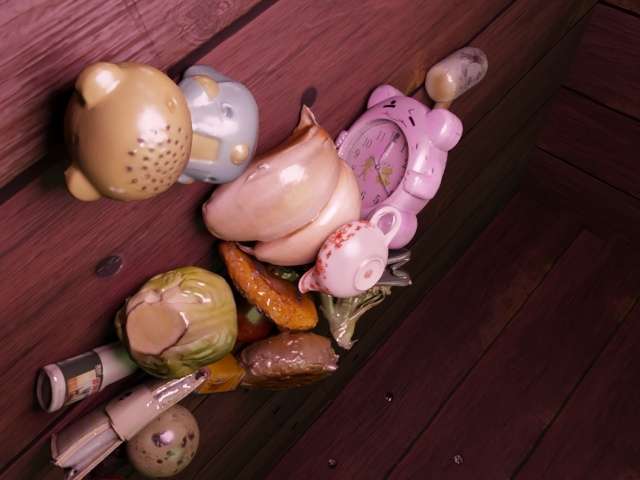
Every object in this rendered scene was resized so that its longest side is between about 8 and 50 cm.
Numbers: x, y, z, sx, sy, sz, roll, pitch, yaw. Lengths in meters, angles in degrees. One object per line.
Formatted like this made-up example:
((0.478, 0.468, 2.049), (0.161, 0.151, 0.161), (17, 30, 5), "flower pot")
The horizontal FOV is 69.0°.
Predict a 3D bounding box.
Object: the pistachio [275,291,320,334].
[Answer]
((-0.070, 0.234, 1.478), (0.108, 0.126, 0.186), (-16, -168, 46), "pistachio")

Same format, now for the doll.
((-0.212, -0.145, 0.629), (0.261, 0.162, 0.177), (-19, 142, -54), "doll")

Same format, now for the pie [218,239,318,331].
((-0.118, 0.098, 0.997), (0.069, 0.273, 0.273), (-51, 156, 2), "pie")

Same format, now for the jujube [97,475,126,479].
((-0.579, 0.719, 1.165), (0.250, 0.174, 0.174), (-36, 151, -26), "jujube")

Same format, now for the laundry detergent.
((-0.423, 0.248, 0.910), (0.226, 0.070, 0.099), (-16, 128, -54), "laundry detergent")

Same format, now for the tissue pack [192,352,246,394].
((-0.284, 0.329, 1.202), (0.082, 0.120, 0.169), (-51, 155, 2), "tissue pack")

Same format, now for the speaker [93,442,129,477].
((-0.505, 0.560, 1.230), (0.046, 0.040, 0.191), (-56, 156, 14), "speaker")

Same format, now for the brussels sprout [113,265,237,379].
((-0.273, 0.159, 0.899), (0.244, 0.244, 0.244), (-40, 153, -25), "brussels sprout")

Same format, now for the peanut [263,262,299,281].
((-0.066, 0.040, 1.231), (0.228, 0.086, 0.104), (-46, 136, -9), "peanut")

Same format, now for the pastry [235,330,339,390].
((-0.115, 0.369, 1.419), (0.330, 0.136, 0.329), (-7, 153, -4), "pastry")

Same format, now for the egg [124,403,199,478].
((-0.399, 0.508, 1.185), (0.177, 0.177, 0.228), (-39, 168, -26), "egg")

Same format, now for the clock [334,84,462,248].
((0.145, -0.172, 1.056), (0.114, 0.295, 0.322), (13, 112, -46), "clock")

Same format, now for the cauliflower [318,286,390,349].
((0.068, 0.150, 1.452), (0.327, 0.260, 0.281), (28, 97, -31), "cauliflower")

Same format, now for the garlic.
((-0.058, -0.086, 0.921), (0.313, 0.250, 0.286), (-51, 158, -24), "garlic")

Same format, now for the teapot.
((0.072, 0.030, 0.906), (0.245, 0.116, 0.159), (-43, 127, -14), "teapot")

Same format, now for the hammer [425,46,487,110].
((0.360, -0.407, 1.366), (0.202, 0.113, 0.305), (-35, 159, -27), "hammer")

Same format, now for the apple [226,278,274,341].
((-0.180, 0.169, 1.143), (0.156, 0.146, 0.158), (-32, 156, 8), "apple")

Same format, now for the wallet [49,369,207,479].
((-0.392, 0.347, 0.965), (0.310, 0.077, 0.223), (-34, -173, -27), "wallet")

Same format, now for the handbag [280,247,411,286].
((0.052, 0.047, 1.100), (0.260, 0.247, 0.079), (-6, 106, -23), "handbag")
